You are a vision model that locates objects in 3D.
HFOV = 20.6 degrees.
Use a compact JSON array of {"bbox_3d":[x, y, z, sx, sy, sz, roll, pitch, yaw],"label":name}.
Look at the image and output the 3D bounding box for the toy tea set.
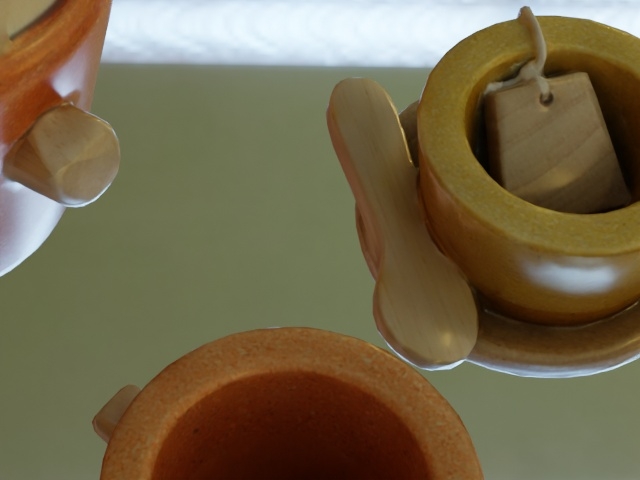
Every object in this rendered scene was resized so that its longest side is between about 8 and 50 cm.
[{"bbox_3d":[0.000,0.000,0.347,0.124,0.336,0.200,98,-5,-55],"label":"toy tea set"}]
